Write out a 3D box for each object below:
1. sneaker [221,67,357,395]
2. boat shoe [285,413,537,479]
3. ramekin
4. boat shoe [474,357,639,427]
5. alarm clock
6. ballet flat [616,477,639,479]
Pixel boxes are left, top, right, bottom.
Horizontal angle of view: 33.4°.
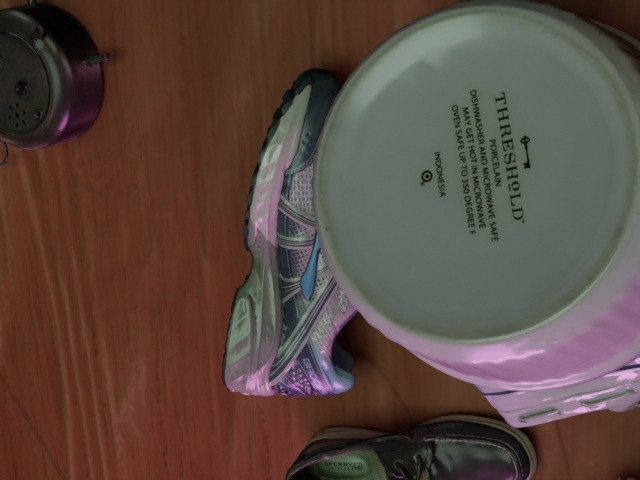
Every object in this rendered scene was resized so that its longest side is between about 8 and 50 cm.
[{"bbox_3d":[0.000,0.000,0.876,0.122,0.110,0.283,10,112,1],"label":"sneaker"},{"bbox_3d":[0.071,0.199,0.908,0.223,0.073,0.080,-8,104,32],"label":"boat shoe"},{"bbox_3d":[0.117,-0.034,0.708,0.272,0.127,0.273,-4,82,27],"label":"ramekin"},{"bbox_3d":[0.218,0.087,0.793,0.226,0.083,0.076,-19,110,45],"label":"boat shoe"},{"bbox_3d":[-0.278,-0.136,0.991,0.129,0.064,0.192,45,126,8],"label":"alarm clock"},{"bbox_3d":[0.259,0.202,0.796,0.083,0.087,0.247,26,130,-10],"label":"ballet flat"}]
